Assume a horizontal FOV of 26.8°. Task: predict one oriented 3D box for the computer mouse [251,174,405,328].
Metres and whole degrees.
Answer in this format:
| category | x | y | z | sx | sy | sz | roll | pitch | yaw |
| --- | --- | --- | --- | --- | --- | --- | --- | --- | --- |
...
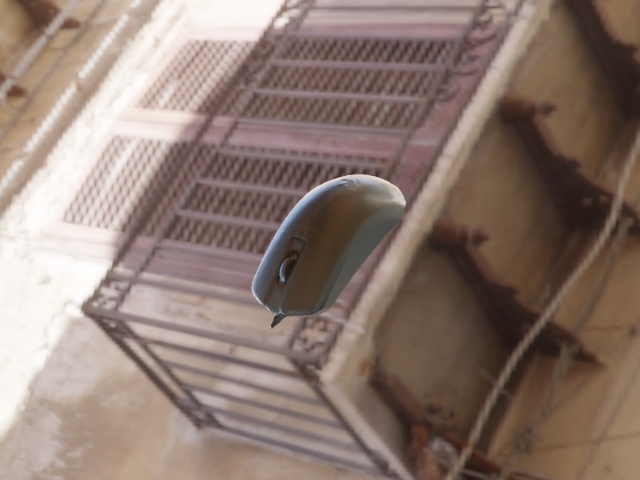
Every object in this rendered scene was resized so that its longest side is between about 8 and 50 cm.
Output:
| category | x | y | z | sx | sy | sz | roll | pitch | yaw |
| --- | --- | --- | --- | --- | --- | --- | --- | --- | --- |
| computer mouse | 0.000 | 0.000 | 1.194 | 0.181 | 0.089 | 0.056 | -53 | -47 | -23 |
